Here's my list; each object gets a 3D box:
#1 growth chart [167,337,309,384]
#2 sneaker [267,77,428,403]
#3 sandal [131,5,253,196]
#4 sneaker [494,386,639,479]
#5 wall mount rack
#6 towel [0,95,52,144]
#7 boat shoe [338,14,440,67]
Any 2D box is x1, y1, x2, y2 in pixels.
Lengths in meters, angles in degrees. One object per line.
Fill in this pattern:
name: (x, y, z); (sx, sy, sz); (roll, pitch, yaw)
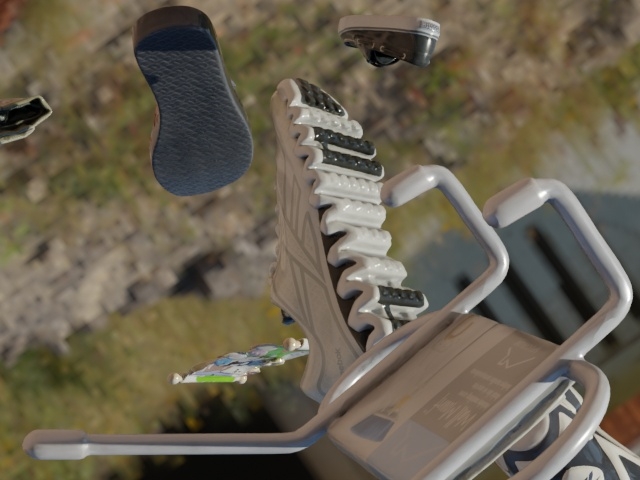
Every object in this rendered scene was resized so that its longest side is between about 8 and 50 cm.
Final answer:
growth chart: (-0.075, 0.148, 2.422); (0.237, 0.021, 0.172); (-18, 167, 40)
sneaker: (0.000, 0.000, 1.618); (0.118, 0.292, 0.110); (-30, 153, 29)
sandal: (-0.114, -0.129, 1.781); (0.097, 0.054, 0.254); (-7, 144, -3)
sneaker: (0.223, 0.200, 1.616); (0.094, 0.153, 0.235); (-42, 172, -2)
wall mount rack: (0.002, 0.082, 1.081); (0.304, 0.130, 0.350); (-39, -168, -8)
towel: (-0.453, -0.081, 1.975); (0.312, 0.056, 0.324); (-17, -172, -22)
boat shoe: (0.053, -0.169, 1.675); (0.049, 0.040, 0.142); (11, 179, -27)
